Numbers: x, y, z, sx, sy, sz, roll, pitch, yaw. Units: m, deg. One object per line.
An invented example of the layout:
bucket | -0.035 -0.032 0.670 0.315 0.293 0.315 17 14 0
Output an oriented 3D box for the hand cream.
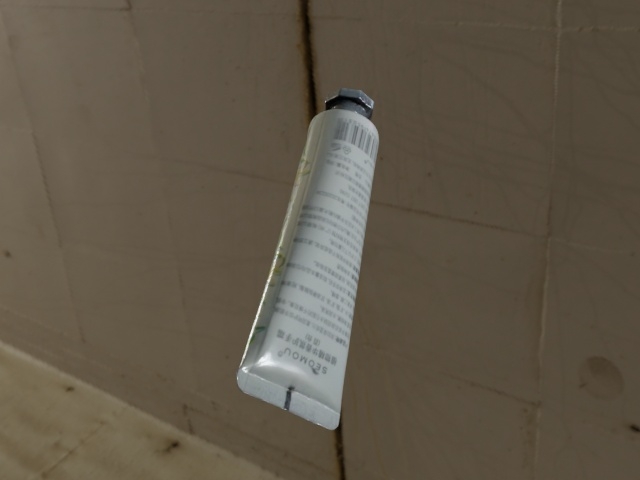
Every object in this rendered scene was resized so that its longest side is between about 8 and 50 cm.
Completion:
hand cream | 0.000 0.000 0.409 0.042 0.195 0.067 -17 -41 41
